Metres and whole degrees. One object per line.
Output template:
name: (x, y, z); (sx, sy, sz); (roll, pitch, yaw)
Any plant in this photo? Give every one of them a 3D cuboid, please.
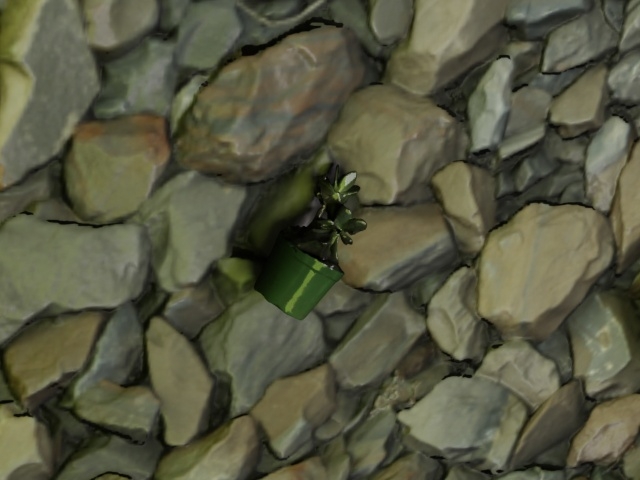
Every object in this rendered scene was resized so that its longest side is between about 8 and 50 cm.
plant: (0.000, 0.000, 0.944); (0.051, 0.051, 0.102); (27, 99, -37)
